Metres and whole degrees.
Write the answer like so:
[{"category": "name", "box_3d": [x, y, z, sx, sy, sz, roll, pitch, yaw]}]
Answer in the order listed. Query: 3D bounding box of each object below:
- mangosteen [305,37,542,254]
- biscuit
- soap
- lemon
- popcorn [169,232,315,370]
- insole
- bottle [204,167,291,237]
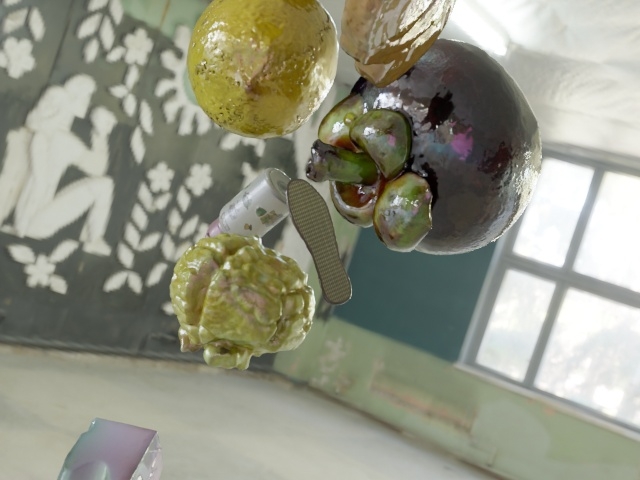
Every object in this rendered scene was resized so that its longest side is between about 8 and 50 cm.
[{"category": "mangosteen", "box_3d": [0.161, -0.130, 1.317, 0.330, 0.330, 0.330, 19, 0, 0]}, {"category": "biscuit", "box_3d": [0.121, -0.299, 0.927, 0.051, 0.269, 0.376, 36, -25, 13]}, {"category": "soap", "box_3d": [-0.327, 0.419, 1.305, 0.109, 0.324, 0.193, 11, -38, 7]}, {"category": "lemon", "box_3d": [-0.094, -0.310, 1.558, 0.257, 0.258, 0.310, 19, 40, 7]}, {"category": "popcorn", "box_3d": [-0.149, 0.109, 1.691, 0.270, 0.258, 0.224, -18, 3, 8]}, {"category": "insole", "box_3d": [0.000, 0.000, 1.722, 0.086, 0.253, 0.005, -18, -6, -30]}, {"category": "bottle", "box_3d": [-0.172, -0.058, 2.201, 0.120, 0.253, 0.120, 37, 30, -26]}]
